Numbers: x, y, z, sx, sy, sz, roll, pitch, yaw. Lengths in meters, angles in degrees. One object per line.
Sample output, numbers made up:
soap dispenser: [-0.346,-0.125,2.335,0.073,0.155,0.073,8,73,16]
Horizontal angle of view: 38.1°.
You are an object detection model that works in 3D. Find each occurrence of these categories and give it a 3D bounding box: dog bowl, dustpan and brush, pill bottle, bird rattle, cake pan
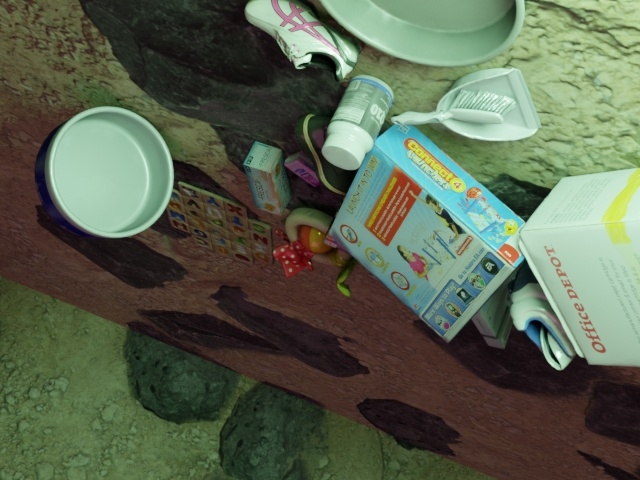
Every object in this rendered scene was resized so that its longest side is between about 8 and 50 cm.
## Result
dog bowl: [-0.440,-0.134,1.892,0.265,0.264,0.104,37,157,-27]
dustpan and brush: [0.206,-0.193,1.383,0.211,0.060,0.147,9,153,33]
pill bottle: [0.057,-0.184,1.451,0.078,0.137,0.078,20,158,9]
bird rattle: [0.000,0.000,2.003,0.254,0.143,0.207,26,150,33]
cake pan: [0.120,-0.332,1.167,0.293,0.054,0.293,20,158,9]

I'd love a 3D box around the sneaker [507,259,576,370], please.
sneaker: [0.475,0.141,1.625,0.323,0.236,0.130,30,157,-12]

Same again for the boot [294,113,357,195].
boot: [0.056,-0.145,1.631,0.137,0.076,0.198,1,150,34]

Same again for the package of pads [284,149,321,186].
package of pads: [-0.023,-0.137,1.774,0.083,0.032,0.050,35,158,-24]

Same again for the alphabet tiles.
alphabet tiles: [-0.248,-0.034,2.255,0.285,0.011,0.342,21,158,8]

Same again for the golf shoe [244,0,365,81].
golf shoe: [-0.032,-0.298,1.356,0.186,0.086,0.067,24,159,5]

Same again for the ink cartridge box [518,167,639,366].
ink cartridge box: [0.526,0.038,1.349,0.385,0.160,0.279,-5,123,50]

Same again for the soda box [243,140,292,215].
soda box: [-0.103,-0.121,1.856,0.063,0.058,0.183,19,156,13]

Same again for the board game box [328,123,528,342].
board game box: [0.182,-0.008,1.590,0.302,0.086,0.308,43,150,10]

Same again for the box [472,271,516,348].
box: [0.338,0.106,1.805,0.038,0.145,0.186,8,153,33]

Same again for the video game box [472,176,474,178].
video game box: [0.235,-0.019,1.690,0.187,0.048,0.205,-3,128,44]

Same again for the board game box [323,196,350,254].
board game box: [0.146,0.004,1.846,0.260,0.030,0.136,24,126,0]
